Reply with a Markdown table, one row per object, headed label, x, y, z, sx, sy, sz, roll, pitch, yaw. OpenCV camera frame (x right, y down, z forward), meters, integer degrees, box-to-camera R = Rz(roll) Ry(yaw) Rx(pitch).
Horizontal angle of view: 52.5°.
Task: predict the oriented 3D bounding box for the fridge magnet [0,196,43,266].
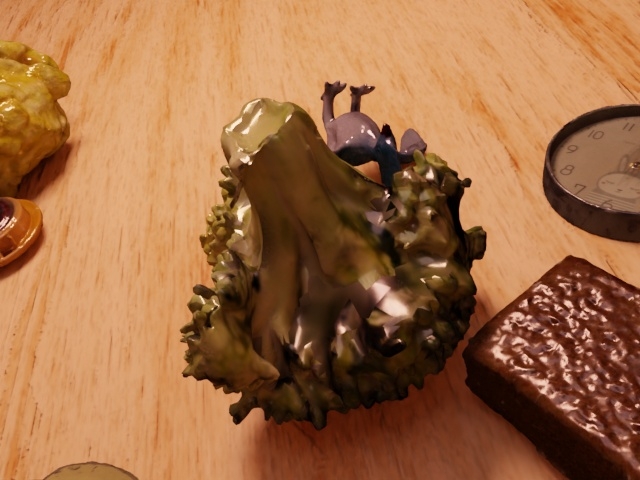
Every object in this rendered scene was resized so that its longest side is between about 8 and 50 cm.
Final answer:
| label | x | y | z | sx | sy | sz | roll | pitch | yaw |
| --- | --- | --- | --- | --- | --- | --- | --- | --- | --- |
| fridge magnet | -0.486 | -0.012 | 0.969 | 0.143 | 0.063 | 0.143 | -9 | 47 | 10 |

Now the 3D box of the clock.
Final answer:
| label | x | y | z | sx | sy | sz | roll | pitch | yaw |
| --- | --- | --- | --- | --- | --- | --- | --- | --- | --- |
| clock | 0.378 | -0.089 | 0.777 | 0.215 | 0.042 | 0.215 | -10 | 43 | 9 |

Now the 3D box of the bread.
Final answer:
| label | x | y | z | sx | sy | sz | roll | pitch | yaw |
| --- | --- | --- | --- | --- | --- | --- | --- | --- | --- |
| bread | 0.302 | 0.172 | 0.488 | 0.165 | 0.113 | 0.416 | -33 | 44 | -15 |

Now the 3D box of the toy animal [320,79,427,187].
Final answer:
| label | x | y | z | sx | sy | sz | roll | pitch | yaw |
| --- | --- | --- | --- | --- | --- | --- | --- | --- | --- |
| toy animal | 0.037 | -0.120 | 0.852 | 0.239 | 0.255 | 0.176 | -6 | 80 | -15 |

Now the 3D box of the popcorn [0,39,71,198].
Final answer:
| label | x | y | z | sx | sy | sz | roll | pitch | yaw |
| --- | --- | --- | --- | --- | --- | --- | --- | --- | --- |
| popcorn | -0.533 | -0.195 | 1.071 | 0.241 | 0.235 | 0.250 | -52 | 51 | 25 |

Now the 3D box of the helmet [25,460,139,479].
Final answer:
| label | x | y | z | sx | sy | sz | roll | pitch | yaw |
| --- | --- | --- | --- | --- | --- | --- | --- | --- | --- |
| helmet | -0.274 | 0.280 | 0.550 | 0.204 | 0.137 | 0.257 | 9 | 49 | 26 |

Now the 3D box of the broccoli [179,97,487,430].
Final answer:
| label | x | y | z | sx | sy | sz | roll | pitch | yaw |
| --- | --- | --- | --- | --- | --- | --- | --- | --- | --- |
| broccoli | 0.004 | -0.009 | 0.642 | 0.293 | 0.281 | 0.347 | -23 | 43 | 7 |
